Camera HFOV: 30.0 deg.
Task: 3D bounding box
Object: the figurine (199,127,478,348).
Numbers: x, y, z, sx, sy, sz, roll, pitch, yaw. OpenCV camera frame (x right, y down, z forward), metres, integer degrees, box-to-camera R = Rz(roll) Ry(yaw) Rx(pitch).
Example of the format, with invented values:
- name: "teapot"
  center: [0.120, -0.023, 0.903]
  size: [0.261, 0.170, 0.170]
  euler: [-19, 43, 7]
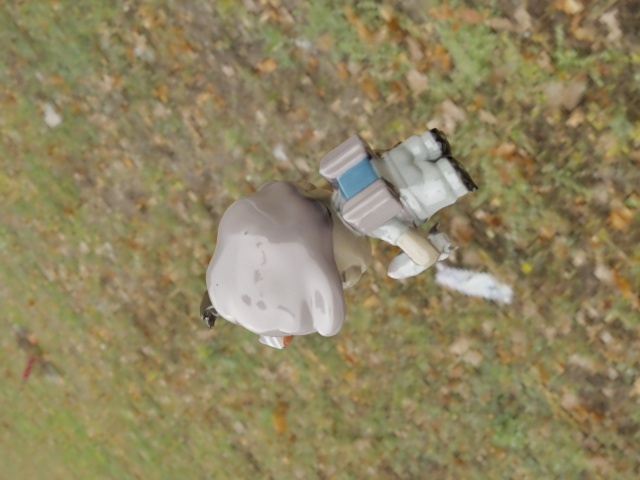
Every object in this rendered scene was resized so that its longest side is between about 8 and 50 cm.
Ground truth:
- name: "figurine"
  center: [0.000, 0.000, 0.847]
  size: [0.137, 0.229, 0.112]
  euler: [64, -168, 27]
